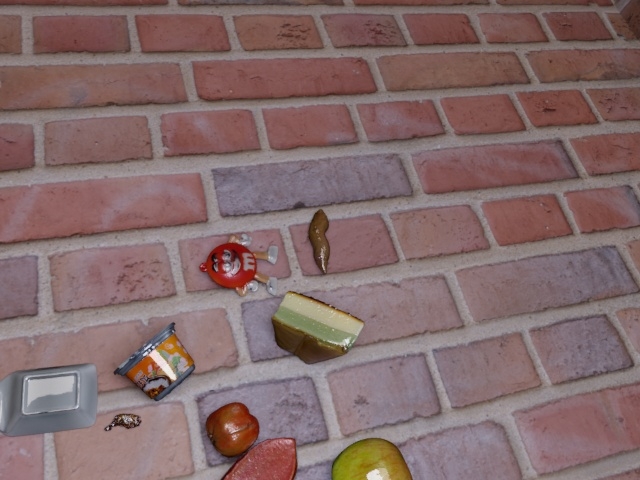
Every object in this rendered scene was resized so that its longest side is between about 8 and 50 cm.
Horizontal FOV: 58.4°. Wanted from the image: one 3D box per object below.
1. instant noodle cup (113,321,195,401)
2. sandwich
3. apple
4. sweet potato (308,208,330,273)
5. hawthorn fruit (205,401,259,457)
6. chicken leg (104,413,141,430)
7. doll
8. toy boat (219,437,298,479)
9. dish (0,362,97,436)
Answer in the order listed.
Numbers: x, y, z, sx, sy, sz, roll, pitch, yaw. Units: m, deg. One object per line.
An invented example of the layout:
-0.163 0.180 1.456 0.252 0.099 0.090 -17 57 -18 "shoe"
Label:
-0.383 0.300 1.371 0.125 0.177 0.208 50 30 -2 "instant noodle cup"
-0.003 0.244 1.474 0.220 0.186 0.108 19 58 17 "sandwich"
0.116 0.558 1.328 0.196 0.196 0.196 6 60 -11 "apple"
-0.003 -0.001 1.687 0.065 0.051 0.218 6 60 -14 "sweet potato"
-0.208 0.445 1.356 0.128 0.128 0.128 6 60 -11 "hawthorn fruit"
-0.466 0.427 1.352 0.083 0.021 0.036 -2 72 -15 "chicken leg"
-0.221 0.064 1.581 0.217 0.085 0.183 9 61 -20 "doll"
-0.160 0.575 1.295 0.145 0.133 0.332 38 49 14 "toy boat"
-0.642 0.361 1.319 0.234 0.064 0.154 -4 63 -15 "dish"
